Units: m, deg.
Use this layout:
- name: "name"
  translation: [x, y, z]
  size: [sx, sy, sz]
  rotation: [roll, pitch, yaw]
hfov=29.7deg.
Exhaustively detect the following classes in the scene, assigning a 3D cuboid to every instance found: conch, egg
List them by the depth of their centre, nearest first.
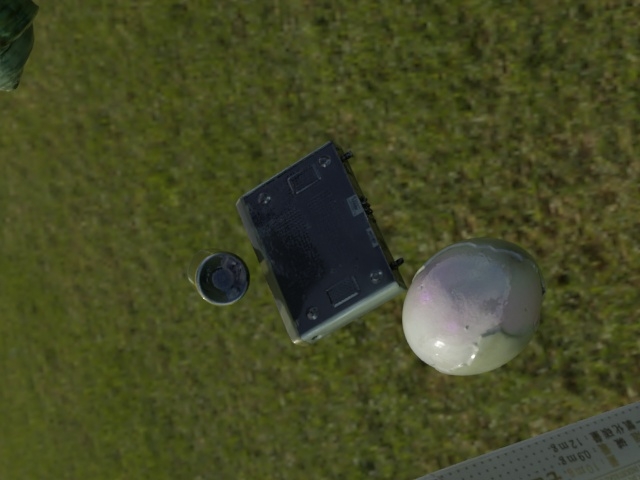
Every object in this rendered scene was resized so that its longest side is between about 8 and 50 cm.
- name: "conch"
  translation: [-0.372, -0.228, 1.285]
  size: [0.188, 0.176, 0.121]
  rotation: [19, -116, -78]
- name: "egg"
  translation: [0.217, 0.084, 1.673]
  size: [0.183, 0.183, 0.217]
  rotation: [61, 140, 30]

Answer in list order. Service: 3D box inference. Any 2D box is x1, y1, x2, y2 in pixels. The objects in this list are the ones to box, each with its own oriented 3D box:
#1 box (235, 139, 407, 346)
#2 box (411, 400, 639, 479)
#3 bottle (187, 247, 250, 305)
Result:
- name: "box"
  translation: [0.000, 0.000, 1.835]
  size: [0.211, 0.045, 0.270]
  rotation: [-30, 64, 16]
- name: "box"
  translation: [0.182, 0.265, 1.101]
  size: [0.095, 0.330, 0.210]
  rotation: [60, 147, 31]
- name: "bottle"
  translation: [-0.163, 0.054, 1.880]
  size: [0.286, 0.082, 0.082]
  rotation: [-178, 79, -81]
